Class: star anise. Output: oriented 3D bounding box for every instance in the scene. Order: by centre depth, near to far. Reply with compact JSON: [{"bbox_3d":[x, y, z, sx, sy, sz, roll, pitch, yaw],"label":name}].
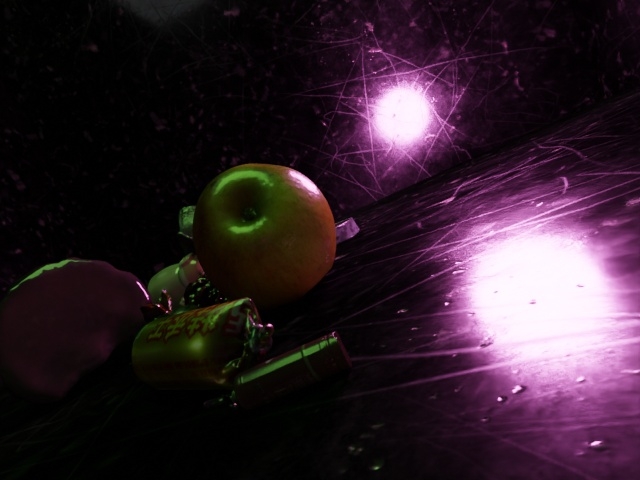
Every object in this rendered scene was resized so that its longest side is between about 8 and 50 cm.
[{"bbox_3d":[-0.425,0.230,1.113,0.144,0.158,0.140,-49,-3,14],"label":"star anise"},{"bbox_3d":[-0.275,0.132,1.164,0.220,0.125,0.190,-8,14,18],"label":"star anise"}]

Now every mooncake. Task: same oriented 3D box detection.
[{"bbox_3d":[-0.658,0.226,1.128,0.381,0.350,0.212,-17,-10,-34],"label":"mooncake"}]

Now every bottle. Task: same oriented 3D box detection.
[{"bbox_3d":[-0.424,0.127,1.332,0.237,0.147,0.147,-31,1,30],"label":"bottle"}]

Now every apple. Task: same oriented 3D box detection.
[{"bbox_3d":[-0.126,-0.011,0.967,0.340,0.339,0.339,-25,5,2],"label":"apple"}]

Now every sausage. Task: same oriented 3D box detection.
[{"bbox_3d":[-0.165,0.156,0.600,0.317,0.117,0.125,-20,41,46],"label":"sausage"}]

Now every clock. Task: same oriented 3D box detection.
[{"bbox_3d":[0.000,0.000,1.705,0.325,0.067,0.325,-25,4,2],"label":"clock"}]

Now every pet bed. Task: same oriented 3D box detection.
[{"bbox_3d":[-0.362,0.001,1.377,0.183,0.159,0.211,-5,-29,-10],"label":"pet bed"}]

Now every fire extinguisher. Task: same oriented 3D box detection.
[{"bbox_3d":[-0.044,0.154,0.473,0.157,0.045,0.078,-25,-23,4],"label":"fire extinguisher"}]

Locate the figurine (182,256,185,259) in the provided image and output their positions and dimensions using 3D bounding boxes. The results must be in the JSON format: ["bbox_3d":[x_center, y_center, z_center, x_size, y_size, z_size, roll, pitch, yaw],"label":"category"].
[{"bbox_3d":[-0.371,0.074,1.581,0.288,0.176,0.186,-17,-10,-26],"label":"figurine"}]

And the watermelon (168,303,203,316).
[{"bbox_3d":[-0.274,0.180,0.879,0.105,0.105,0.133,-23,25,22],"label":"watermelon"}]

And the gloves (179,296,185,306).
[{"bbox_3d":[-0.391,0.213,1.263,0.144,0.094,0.110,-33,-7,2],"label":"gloves"}]
